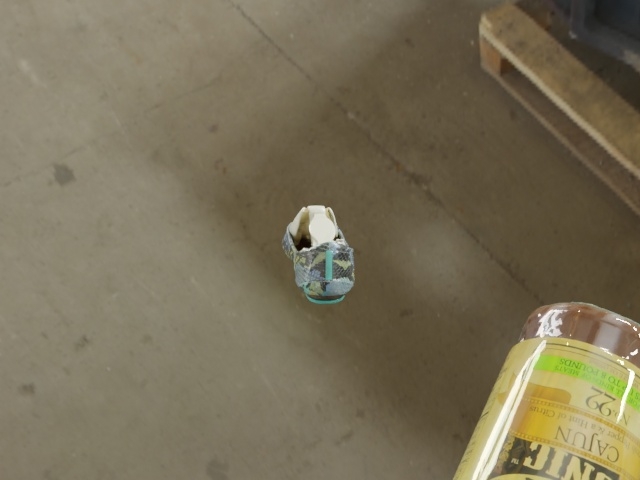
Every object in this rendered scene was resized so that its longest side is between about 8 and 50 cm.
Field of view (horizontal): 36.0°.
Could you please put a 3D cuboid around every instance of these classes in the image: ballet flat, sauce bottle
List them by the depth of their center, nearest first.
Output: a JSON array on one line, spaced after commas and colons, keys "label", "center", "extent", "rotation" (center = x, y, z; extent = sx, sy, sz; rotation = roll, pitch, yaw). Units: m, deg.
[{"label": "sauce bottle", "center": [0.113, 0.197, 0.577], "extent": [0.111, 0.111, 0.344], "rotation": [17, 58, 21]}, {"label": "ballet flat", "center": [0.000, 0.000, 0.942], "extent": [0.070, 0.070, 0.188], "rotation": [-22, 19, -3]}]
